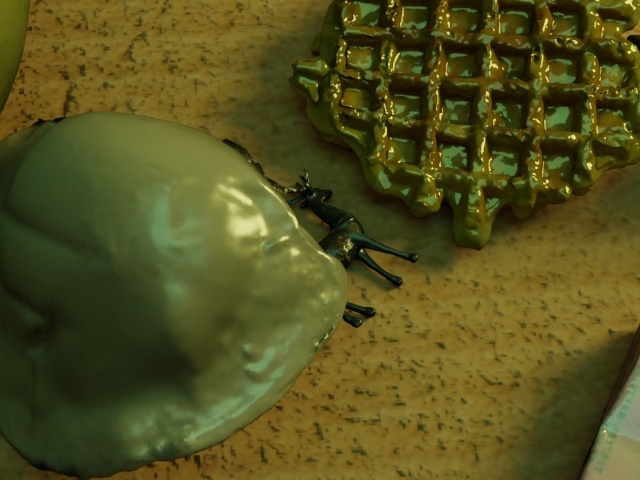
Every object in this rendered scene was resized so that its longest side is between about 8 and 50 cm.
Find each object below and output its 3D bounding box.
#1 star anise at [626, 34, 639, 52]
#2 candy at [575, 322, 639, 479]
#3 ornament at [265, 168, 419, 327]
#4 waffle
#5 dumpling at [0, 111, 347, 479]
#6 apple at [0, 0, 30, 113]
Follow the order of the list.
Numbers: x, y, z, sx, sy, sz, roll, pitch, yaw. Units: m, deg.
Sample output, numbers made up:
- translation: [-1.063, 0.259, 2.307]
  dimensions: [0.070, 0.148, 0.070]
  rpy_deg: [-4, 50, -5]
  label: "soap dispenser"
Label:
- translation: [0.348, -0.120, 0.775]
  dimensions: [0.212, 0.111, 0.196]
  rpy_deg: [20, 39, 40]
  label: "star anise"
- translation: [0.224, 0.117, 0.673]
  dimensions: [0.092, 0.073, 0.160]
  rpy_deg: [25, 66, 14]
  label: "candy"
- translation: [0.000, 0.000, 0.743]
  dimensions: [0.125, 0.028, 0.073]
  rpy_deg: [40, 68, 13]
  label: "ornament"
- translation: [0.116, -0.122, 0.773]
  dimensions: [0.243, 0.059, 0.238]
  rpy_deg: [-36, 70, -3]
  label: "waffle"
- translation: [-0.128, 0.033, 0.669]
  dimensions: [0.175, 0.243, 0.227]
  rpy_deg: [31, 81, -31]
  label: "dumpling"
- translation: [-0.349, -0.167, 0.643]
  dimensions: [0.357, 0.357, 0.357]
  rpy_deg: [1, 64, -2]
  label: "apple"
